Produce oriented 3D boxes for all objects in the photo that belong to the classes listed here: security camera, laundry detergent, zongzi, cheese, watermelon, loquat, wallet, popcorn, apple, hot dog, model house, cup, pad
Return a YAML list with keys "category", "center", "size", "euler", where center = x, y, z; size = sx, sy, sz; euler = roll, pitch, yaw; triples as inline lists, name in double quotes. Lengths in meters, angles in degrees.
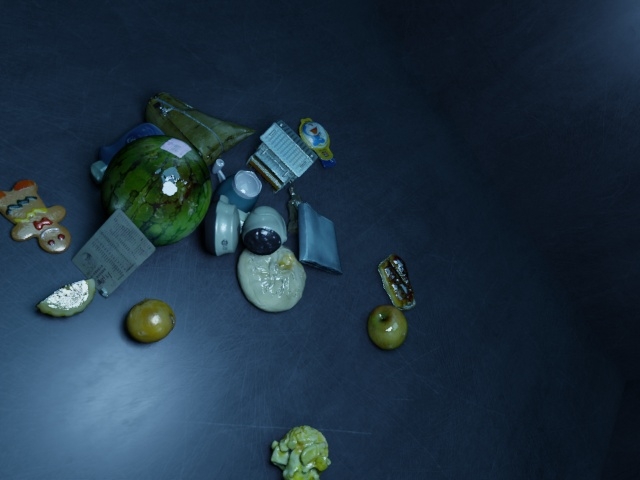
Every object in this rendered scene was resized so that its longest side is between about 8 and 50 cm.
- category: "security camera"
  center: [-0.259, -0.037, 1.512]
  size: [0.276, 0.197, 0.191]
  euler: [2, 42, -7]
- category: "laundry detergent"
  center: [-0.667, -0.295, 1.473]
  size: [0.143, 0.094, 0.290]
  euler: [42, 53, 2]
- category: "zongzi"
  center: [-0.459, -0.464, 1.660]
  size: [0.323, 0.160, 0.360]
  euler: [50, 54, -5]
- category: "cheese"
  center: [-0.011, -0.471, 2.048]
  size: [0.176, 0.069, 0.271]
  euler: [-23, 83, -40]
- category: "watermelon"
  center: [-0.516, -0.155, 1.359]
  size: [0.362, 0.363, 0.364]
  euler: [15, 60, -29]
- category: "loquat"
  center: [-0.516, 0.244, 1.306]
  size: [0.140, 0.141, 0.141]
  euler: [15, 60, -29]
- category: "wallet"
  center: [0.001, 0.000, 1.780]
  size: [0.290, 0.054, 0.252]
  euler: [24, 56, -52]
- category: "popcorn"
  center: [-0.053, 0.704, 1.384]
  size: [0.167, 0.185, 0.188]
  euler: [29, 21, -46]
- category: "apple"
  center: [0.284, 0.369, 1.797]
  size: [0.155, 0.182, 0.183]
  euler: [57, 42, -39]
- category: "hot dog"
  center: [0.359, 0.195, 1.987]
  size: [0.162, 0.081, 0.271]
  euler: [-13, 77, -37]
- category: "model house"
  center: [-0.163, -0.354, 1.790]
  size: [0.224, 0.215, 0.198]
  euler: [45, 49, -9]
- category: "cup"
  center: [-0.309, -0.181, 1.630]
  size: [0.167, 0.173, 0.300]
  euler: [-37, 92, -42]
- category: "pad"
  center: [-0.618, 0.043, 1.262]
  size: [0.160, 0.265, 0.009]
  euler: [49, 20, -5]

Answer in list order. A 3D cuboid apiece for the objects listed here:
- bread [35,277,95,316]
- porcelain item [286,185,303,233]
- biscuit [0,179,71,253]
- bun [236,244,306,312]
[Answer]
- category: "bread"
  center: [-0.717, 0.170, 1.230]
  size: [0.094, 0.083, 0.157]
  euler: [49, 52, -10]
- category: "porcelain item"
  center: [-0.106, -0.140, 1.814]
  size: [0.069, 0.081, 0.216]
  euler: [16, 58, -46]
- category: "biscuit"
  center: [-0.852, -0.067, 1.279]
  size: [0.250, 0.036, 0.165]
  euler: [51, 51, -5]
- category: "bun"
  center: [-0.168, 0.126, 1.602]
  size: [0.287, 0.146, 0.288]
  euler: [15, 63, -31]
